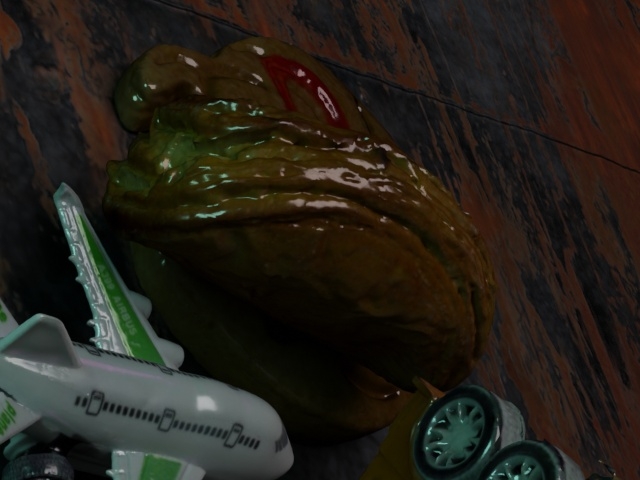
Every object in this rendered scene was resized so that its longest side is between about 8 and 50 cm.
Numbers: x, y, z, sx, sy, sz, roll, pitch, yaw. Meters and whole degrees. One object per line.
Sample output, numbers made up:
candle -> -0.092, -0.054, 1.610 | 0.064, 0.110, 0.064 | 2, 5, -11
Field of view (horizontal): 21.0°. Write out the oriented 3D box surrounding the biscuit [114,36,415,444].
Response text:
biscuit -> -0.023, -0.025, 1.271 | 0.314, 0.063, 0.367 | 48, 31, -18

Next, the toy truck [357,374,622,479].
toy truck -> 0.143, 0.255, 0.973 | 0.173, 0.207, 0.387 | 36, 5, -34

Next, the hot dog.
hot dog -> 0.000, 0.000, 1.081 | 0.272, 0.196, 0.122 | 28, 80, -33

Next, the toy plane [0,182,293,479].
toy plane -> -0.112, 0.098, 0.977 | 0.255, 0.101, 0.251 | 30, 39, -46
